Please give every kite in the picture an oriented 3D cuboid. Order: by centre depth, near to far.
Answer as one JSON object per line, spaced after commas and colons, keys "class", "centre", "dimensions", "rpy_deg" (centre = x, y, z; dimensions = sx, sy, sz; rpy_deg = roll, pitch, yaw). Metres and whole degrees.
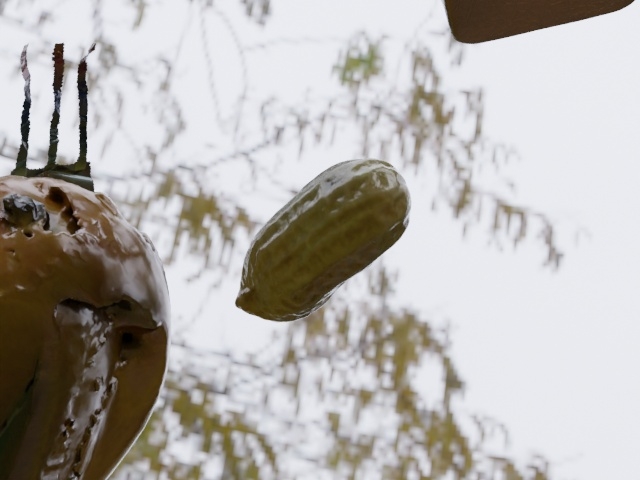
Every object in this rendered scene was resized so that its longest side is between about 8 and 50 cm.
{"class": "kite", "centre": [-0.239, -0.056, 1.558], "dimensions": [0.015, 0.141, 0.245], "rpy_deg": [24, -65, 40]}

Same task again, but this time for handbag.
{"class": "handbag", "centre": [0.195, -0.248, 1.564], "dimensions": [0.193, 0.072, 0.151], "rpy_deg": [-16, -30, -1]}

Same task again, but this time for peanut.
{"class": "peanut", "centre": [0.000, 0.000, 1.427], "dimensions": [0.083, 0.093, 0.194], "rpy_deg": [44, -52, -8]}

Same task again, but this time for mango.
{"class": "mango", "centre": [-0.154, 0.088, 0.812], "dimensions": [0.156, 0.151, 0.249], "rpy_deg": [6, -75, -33]}
